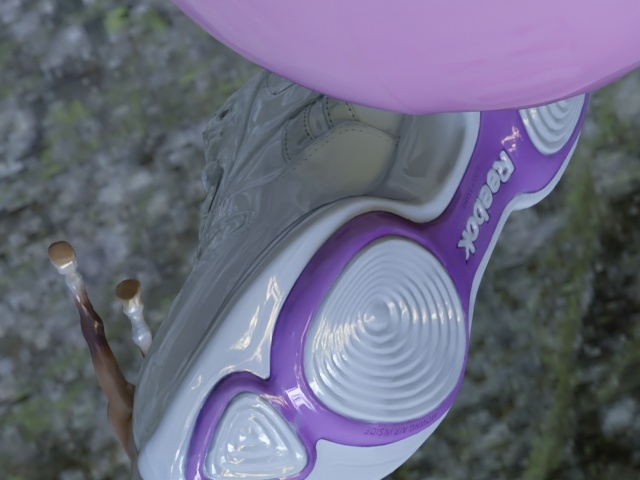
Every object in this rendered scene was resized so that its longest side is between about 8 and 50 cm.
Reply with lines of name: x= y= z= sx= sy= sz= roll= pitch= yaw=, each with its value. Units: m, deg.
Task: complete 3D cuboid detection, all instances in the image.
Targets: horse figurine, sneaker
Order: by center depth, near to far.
sneaker: x=0.000 y=0.000 z=0.769 sx=0.152 sy=0.114 sz=0.305 roll=-1 pitch=-143 yaw=37
horse figurine: x=-0.063 y=0.114 z=0.871 sx=0.066 sy=0.174 sz=0.263 roll=-23 pitch=-138 yaw=-4

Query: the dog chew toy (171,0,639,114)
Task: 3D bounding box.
dog chew toy: x=0.108 y=-0.123 z=0.398 sx=0.332 sy=0.207 sz=0.206 roll=6 pitch=-142 yaw=22
